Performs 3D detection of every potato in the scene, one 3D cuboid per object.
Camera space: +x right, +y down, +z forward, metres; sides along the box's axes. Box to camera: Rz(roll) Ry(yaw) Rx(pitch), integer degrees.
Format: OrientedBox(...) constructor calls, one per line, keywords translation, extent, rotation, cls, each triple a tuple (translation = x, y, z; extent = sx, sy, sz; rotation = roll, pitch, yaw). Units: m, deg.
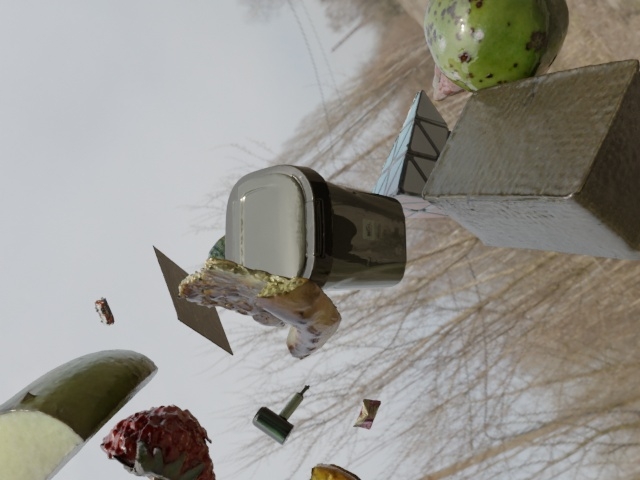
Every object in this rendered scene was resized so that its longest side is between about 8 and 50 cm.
OrientedBox(translation=(-0.341, 0.228, 0.832), extent=(0.112, 0.269, 0.255), rotation=(46, -155, -1), cls="potato")

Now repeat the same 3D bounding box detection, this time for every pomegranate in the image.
OrientedBox(translation=(0.242, -0.293, 0.901), extent=(0.214, 0.248, 0.214), rotation=(9, -119, -17), cls="pomegranate")

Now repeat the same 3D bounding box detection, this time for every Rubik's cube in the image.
OrientedBox(translation=(0.202, -0.125, 1.236), extent=(0.229, 0.233, 0.228), rotation=(45, 164, 44), cls="Rubik's cube")

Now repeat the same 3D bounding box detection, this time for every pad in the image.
OrientedBox(translation=(-0.361, 0.181, 1.748), extent=(0.248, 0.007, 0.367), rotation=(63, -178, 30), cls="pad")

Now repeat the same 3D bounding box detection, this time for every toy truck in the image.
OrientedBox(translation=(-0.499, 0.169, 1.402), extent=(0.032, 0.024, 0.083), rotation=(-59, -28, -46), cls="toy truck")

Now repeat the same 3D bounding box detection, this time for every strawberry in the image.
OrientedBox(translation=(-0.251, 0.320, 0.985), extent=(0.190, 0.111, 0.236), rotation=(30, 165, -18), cls="strawberry")

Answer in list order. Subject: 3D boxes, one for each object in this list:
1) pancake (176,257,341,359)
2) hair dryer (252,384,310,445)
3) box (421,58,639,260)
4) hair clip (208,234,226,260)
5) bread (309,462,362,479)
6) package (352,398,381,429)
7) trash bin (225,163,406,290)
OrientedBox(translation=(-0.055, 0.093, 0.784), extent=(0.257, 0.212, 0.056), rotation=(26, -118, -33), cls="pancake")
OrientedBox(translation=(-0.086, 0.435, 1.576), extent=(0.100, 0.057, 0.197), rotation=(33, -142, 14), cls="hair dryer")
OrientedBox(translation=(0.286, -0.095, 0.762), extent=(0.143, 0.184, 0.273), rotation=(31, 169, -26), cls="box")
OrientedBox(translation=(-0.185, -0.019, 1.470), extent=(0.066, 0.229, 0.036), rotation=(34, 151, 16), cls="hair clip")
OrientedBox(translation=(0.047, 0.612, 1.183), extent=(0.194, 0.179, 0.340), rotation=(73, -153, -52), cls="bread")
OrientedBox(translation=(0.119, 0.445, 1.547), extent=(0.059, 0.083, 0.029), rotation=(18, -174, -31), cls="package")
OrientedBox(translation=(0.000, 0.000, 1.036), extent=(0.250, 0.219, 0.220), rotation=(5, -98, -39), cls="trash bin")
